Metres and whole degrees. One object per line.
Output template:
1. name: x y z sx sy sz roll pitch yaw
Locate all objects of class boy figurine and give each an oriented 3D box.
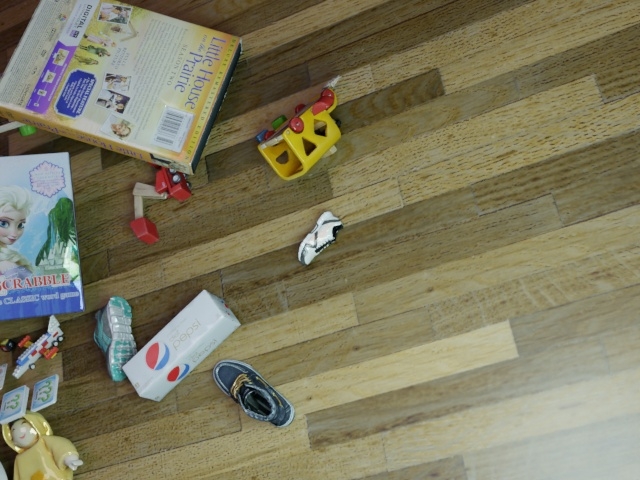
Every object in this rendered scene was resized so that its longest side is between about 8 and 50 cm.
1. boy figurine: -0.511 0.431 1.527 0.177 0.092 0.285 -35 63 20

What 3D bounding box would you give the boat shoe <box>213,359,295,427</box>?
1. boat shoe: -0.128 0.256 1.424 0.183 0.083 0.065 28 84 30

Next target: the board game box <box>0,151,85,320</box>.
1. board game box: -0.635 -0.001 1.602 0.318 0.066 0.318 -7 90 -15

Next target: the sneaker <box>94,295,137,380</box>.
1. sneaker: -0.401 0.195 1.592 0.076 0.065 0.167 -26 58 32

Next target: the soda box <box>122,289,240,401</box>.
1. soda box: -0.255 0.194 1.513 0.216 0.069 0.074 -44 60 5

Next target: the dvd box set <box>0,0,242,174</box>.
1. dvd box set: -0.403 -0.332 1.663 0.420 0.062 0.308 16 71 2

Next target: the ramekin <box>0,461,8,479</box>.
1. ramekin: -0.705 0.508 1.535 0.277 0.135 0.277 -11 71 33

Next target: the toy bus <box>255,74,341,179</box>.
1. toy bus: -0.016 -0.198 1.529 0.202 0.191 0.104 -34 105 10

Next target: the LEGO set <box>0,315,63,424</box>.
1. LEGO set: -0.594 0.251 1.604 0.182 0.060 0.244 -23 34 4

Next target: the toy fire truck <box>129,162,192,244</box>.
1. toy fire truck: -0.333 -0.103 1.669 0.135 0.047 0.192 -29 63 12

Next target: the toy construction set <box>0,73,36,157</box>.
1. toy construction set: -0.607 -0.266 1.774 0.237 0.257 0.309 -7 89 9

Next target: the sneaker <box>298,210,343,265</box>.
1. sneaker: 0.000 0.000 1.487 0.043 0.040 0.109 31 86 28
